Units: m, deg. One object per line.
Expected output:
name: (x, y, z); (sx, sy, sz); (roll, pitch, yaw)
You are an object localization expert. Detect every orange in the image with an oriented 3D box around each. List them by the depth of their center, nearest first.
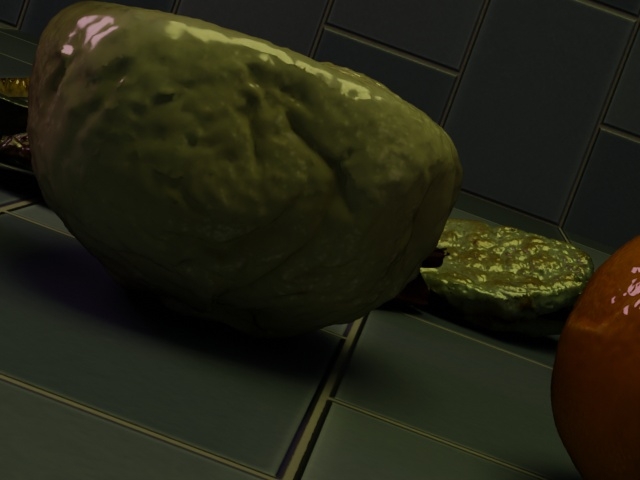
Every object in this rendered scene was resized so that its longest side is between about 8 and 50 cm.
orange: (0.289, 0.103, 1.096); (0.261, 0.261, 0.261); (20, 7, -3)

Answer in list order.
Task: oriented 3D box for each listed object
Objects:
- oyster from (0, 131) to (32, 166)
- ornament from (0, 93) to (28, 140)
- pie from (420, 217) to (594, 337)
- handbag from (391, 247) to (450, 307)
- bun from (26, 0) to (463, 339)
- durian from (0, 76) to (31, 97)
oyster: (-0.229, -0.076, 1.591); (0.259, 0.092, 0.198); (16, 8, 3)
ornament: (-0.402, -0.159, 1.760); (0.202, 0.080, 0.236); (12, 9, -22)
pie: (0.183, 0.035, 1.816); (0.257, 0.105, 0.274); (1, 18, -41)
handbag: (-0.001, 0.003, 1.671); (0.216, 0.074, 0.203); (23, 8, 36)
bun: (-0.074, -0.051, 1.265); (0.349, 0.227, 0.352); (23, 6, 27)
durian: (-0.252, -0.122, 1.858); (0.305, 0.185, 0.195); (15, -19, 28)
